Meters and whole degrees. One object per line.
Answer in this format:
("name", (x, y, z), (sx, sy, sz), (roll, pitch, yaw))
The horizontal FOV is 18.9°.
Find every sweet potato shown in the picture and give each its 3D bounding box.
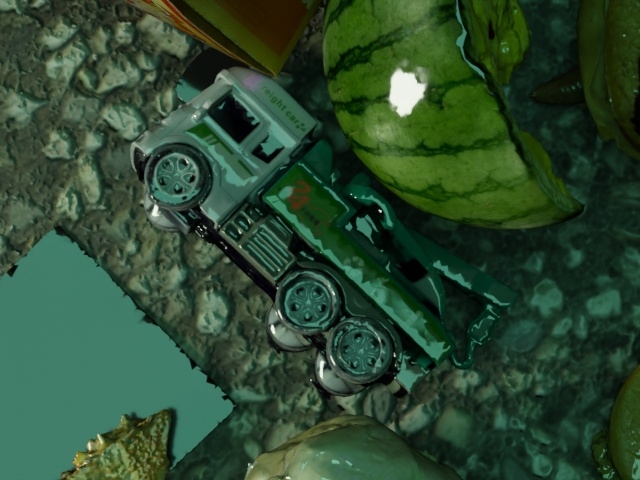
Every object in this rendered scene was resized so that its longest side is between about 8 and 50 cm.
("sweet potato", (0.309, -0.212, 1.819), (0.078, 0.058, 0.255), (40, 90, 19))

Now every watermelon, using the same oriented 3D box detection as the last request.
("watermelon", (0.095, -0.148, 1.692), (0.189, 0.331, 0.331), (-28, 86, 15))

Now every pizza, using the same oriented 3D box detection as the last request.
("pizza", (-0.196, 0.242, 1.787), (0.188, 0.062, 0.199), (34, 81, -10))

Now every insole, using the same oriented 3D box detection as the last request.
("insole", (-0.083, -0.180, 1.845), (0.135, 0.002, 0.045), (-43, 88, -2))

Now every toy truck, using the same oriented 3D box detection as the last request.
("toy truck", (-0.007, 0.004, 1.758), (0.363, 0.176, 0.178), (41, 79, 2))

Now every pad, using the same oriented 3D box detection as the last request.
("pad", (-0.295, 0.196, 1.822), (0.367, 0.007, 0.247), (-44, 87, -2))

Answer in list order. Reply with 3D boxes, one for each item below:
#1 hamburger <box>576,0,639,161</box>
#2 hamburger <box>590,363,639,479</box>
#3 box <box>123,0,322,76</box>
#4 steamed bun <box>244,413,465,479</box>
("hamburger", (0.375, -0.189, 1.717), (0.304, 0.174, 0.284), (15, 89, -26))
("hamburger", (0.356, 0.180, 1.760), (0.215, 0.122, 0.189), (6, 80, 5))
("box", (-0.147, -0.319, 1.683), (0.283, 0.259, 0.214), (30, 86, 30))
("steamed bun", (0.057, 0.291, 1.701), (0.207, 0.268, 0.280), (-22, 62, -38))
